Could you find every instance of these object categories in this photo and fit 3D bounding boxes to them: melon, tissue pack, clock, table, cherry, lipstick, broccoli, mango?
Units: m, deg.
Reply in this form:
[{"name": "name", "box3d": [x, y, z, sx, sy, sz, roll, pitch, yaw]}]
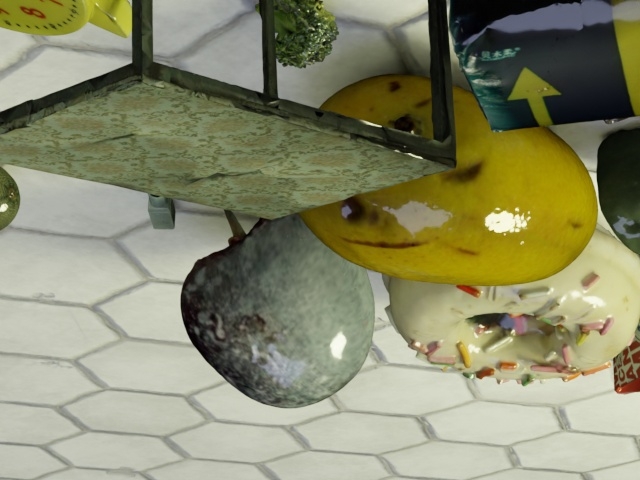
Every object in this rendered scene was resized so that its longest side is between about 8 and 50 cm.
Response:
[{"name": "melon", "box3d": [-0.444, -0.052, 2.021, 0.130, 0.098, 0.098, -5, 155, 21]}, {"name": "tissue pack", "box3d": [0.318, -0.258, 1.345, 0.416, 0.264, 0.253, -5, 159, 17]}, {"name": "clock", "box3d": [-0.335, -0.266, 1.460, 0.293, 0.071, 0.277, 14, 161, 28]}, {"name": "table", "box3d": [-0.086, -0.192, 1.262, 0.222, 0.272, 0.335, -15, 162, 41]}, {"name": "cherry", "box3d": [-0.055, 0.081, 2.114, 0.255, 0.296, 0.218, -33, -175, -7]}, {"name": "lipstick", "box3d": [-0.213, -0.055, 2.084, 0.030, 0.030, 0.129, 0, 155, 3]}, {"name": "broccoli", "box3d": [-0.027, -0.224, 1.679, 0.092, 0.097, 0.095, 47, 119, 0]}, {"name": "mango", "box3d": [0.158, -0.048, 1.860, 0.301, 0.221, 0.445, -10, 158, 36]}]

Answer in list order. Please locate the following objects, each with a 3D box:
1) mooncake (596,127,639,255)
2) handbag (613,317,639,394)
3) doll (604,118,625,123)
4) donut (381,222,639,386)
[{"name": "mooncake", "box3d": [0.414, -0.064, 1.940, 0.104, 0.168, 0.175, -28, 176, 35]}, {"name": "handbag", "box3d": [0.523, 0.115, 2.260, 0.151, 0.171, 0.298, 19, 149, -36]}, {"name": "doll", "box3d": [0.393, -0.188, 1.744, 0.165, 0.057, 0.139, -5, 152, 1]}, {"name": "donut", "box3d": [0.264, 0.087, 2.207, 0.382, 0.142, 0.383, 6, 152, 3]}]
